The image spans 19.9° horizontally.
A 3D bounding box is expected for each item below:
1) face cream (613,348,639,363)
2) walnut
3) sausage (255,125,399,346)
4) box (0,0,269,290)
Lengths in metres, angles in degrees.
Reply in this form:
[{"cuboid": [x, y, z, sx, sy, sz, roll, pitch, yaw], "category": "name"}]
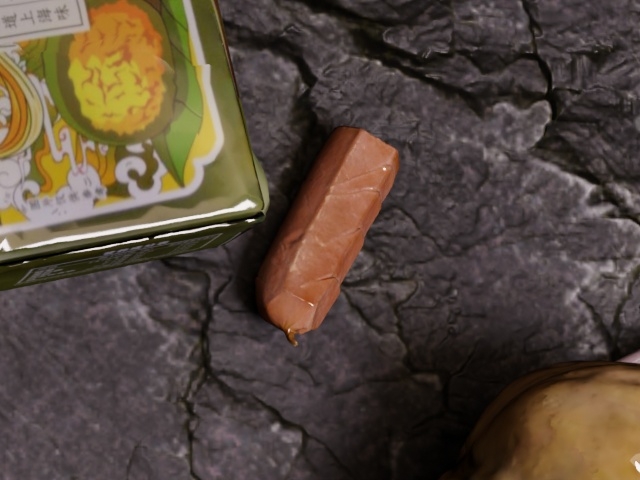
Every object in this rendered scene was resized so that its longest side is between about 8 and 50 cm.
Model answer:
[{"cuboid": [0.320, 0.100, 1.442, 0.198, 0.057, 0.084, -22, 88, -22], "category": "face cream"}, {"cuboid": [0.224, 0.254, 1.260, 0.344, 0.306, 0.306, 37, 71, -7], "category": "walnut"}, {"cuboid": [0.000, 0.000, 1.346, 0.065, 0.065, 0.169, 31, 71, -12], "category": "sausage"}, {"cuboid": [-0.276, -0.146, 1.234, 0.420, 0.138, 0.373, -11, 84, -22], "category": "box"}]
